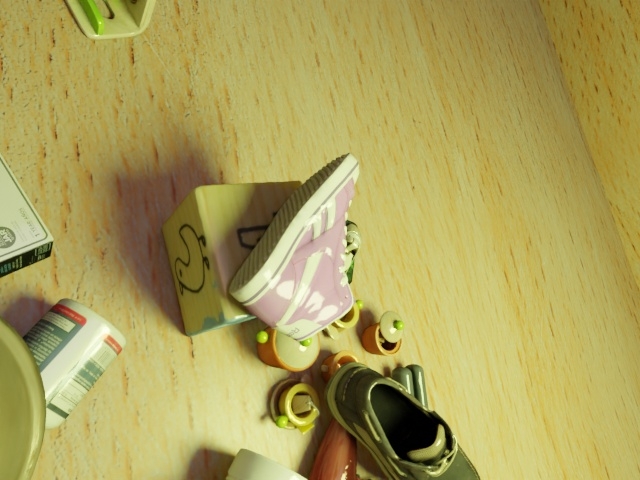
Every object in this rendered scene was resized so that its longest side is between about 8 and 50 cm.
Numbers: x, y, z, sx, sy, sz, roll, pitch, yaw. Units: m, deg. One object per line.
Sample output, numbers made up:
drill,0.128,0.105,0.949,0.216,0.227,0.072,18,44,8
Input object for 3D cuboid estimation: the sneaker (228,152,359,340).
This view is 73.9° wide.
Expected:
sneaker,0.005,0.012,0.623,0.161,0.102,0.282,42,66,-20

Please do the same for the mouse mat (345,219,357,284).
mouse mat,0.000,0.000,0.911,0.189,0.007,0.153,22,62,-28

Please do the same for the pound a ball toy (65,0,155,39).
pound a ball toy,-0.365,-0.504,0.710,0.135,0.208,0.319,-30,91,-38

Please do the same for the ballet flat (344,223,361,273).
ballet flat,0.058,0.027,0.904,0.057,0.052,0.168,39,55,-17

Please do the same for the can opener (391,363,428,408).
can opener,0.209,0.399,0.855,0.076,0.095,0.284,1,80,-35

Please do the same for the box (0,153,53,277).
box,-0.511,0.002,0.504,0.290,0.087,0.169,-34,94,-38

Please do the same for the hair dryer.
hair dryer,0.061,0.450,0.769,0.223,0.080,0.294,-9,84,-52

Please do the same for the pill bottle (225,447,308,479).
pill bottle,-0.127,0.458,0.552,0.176,0.176,0.319,40,56,-17

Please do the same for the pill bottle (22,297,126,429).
pill bottle,-0.351,0.174,0.541,0.108,0.108,0.180,43,55,-15

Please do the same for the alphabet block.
alphabet block,-0.125,0.030,0.699,0.193,0.192,0.197,-9,78,-38

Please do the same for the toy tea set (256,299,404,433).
toy tea set,0.037,0.194,0.792,0.336,0.124,0.200,-24,88,-38

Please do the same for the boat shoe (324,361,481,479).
boat shoe,0.158,0.350,0.722,0.355,0.130,0.132,42,68,-13

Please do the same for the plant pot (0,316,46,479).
plant pot,-0.374,0.164,0.292,0.323,0.280,0.323,11,70,-32
